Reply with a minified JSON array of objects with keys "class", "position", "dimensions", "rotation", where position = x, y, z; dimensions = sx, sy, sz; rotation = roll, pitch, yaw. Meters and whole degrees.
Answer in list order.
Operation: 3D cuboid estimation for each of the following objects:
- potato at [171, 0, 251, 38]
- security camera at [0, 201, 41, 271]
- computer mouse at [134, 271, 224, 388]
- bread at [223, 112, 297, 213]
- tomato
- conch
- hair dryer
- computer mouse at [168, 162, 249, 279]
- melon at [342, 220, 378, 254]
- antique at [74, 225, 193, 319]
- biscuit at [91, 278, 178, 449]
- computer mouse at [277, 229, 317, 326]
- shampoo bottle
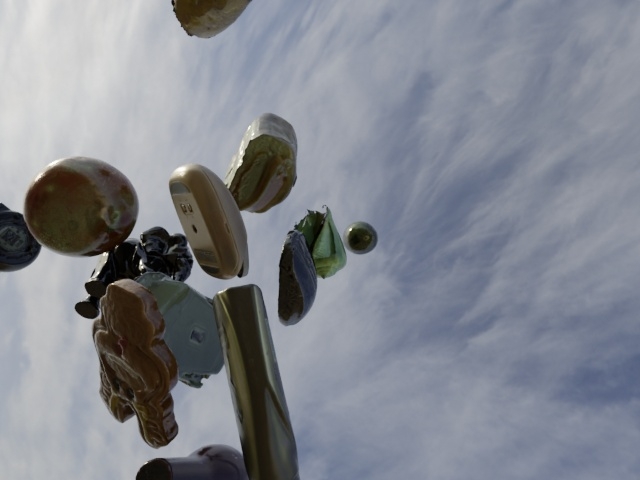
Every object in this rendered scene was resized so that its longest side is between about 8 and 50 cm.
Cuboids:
[{"class":"potato","position":[-0.298,-0.766,1.241],"dimensions":[0.266,0.229,0.229],"rotation":[-4,-78,37]},{"class":"security camera","position":[-1.052,0.021,1.309],"dimensions":[0.277,0.197,0.191],"rotation":[-12,-47,26]},{"class":"computer mouse","position":[-0.370,0.227,1.034],"dimensions":[0.146,0.429,0.228],"rotation":[7,-115,21]},{"class":"bread","position":[-0.184,-0.261,1.388],"dimensions":[0.210,0.341,0.300],"rotation":[27,-64,-22]},{"class":"tomato","position":[-0.605,-0.077,1.071],"dimensions":[0.223,0.270,0.270],"rotation":[26,-65,23]},{"class":"conch","position":[-0.013,0.001,1.207],"dimensions":[0.144,0.137,0.250],"rotation":[-21,-113,3]},{"class":"hair dryer","position":[-0.246,0.515,0.673],"dimensions":[0.123,0.312,0.340],"rotation":[14,-111,21]},{"class":"computer mouse","position":[-0.209,-0.035,0.794],"dimensions":[0.145,0.082,0.236],"rotation":[1,-64,47]},{"class":"melon","position":[0.131,-0.007,1.367],"dimensions":[0.114,0.167,0.114],"rotation":[0,-89,-10]},{"class":"antique","position":[-0.534,0.090,1.213],"dimensions":[0.323,0.255,0.185],"rotation":[-2,-56,9]},{"class":"biscuit","position":[-0.296,0.197,0.644],"dimensions":[0.186,0.044,0.295],"rotation":[16,-65,24]},{"class":"computer mouse","position":[-0.051,0.102,0.999],"dimensions":[0.087,0.137,0.269],"rotation":[7,-53,4]},{"class":"shampoo bottle","position":[-0.094,0.247,0.637],"dimensions":[0.125,0.084,0.350],"rotation":[118,-42,-65]}]
